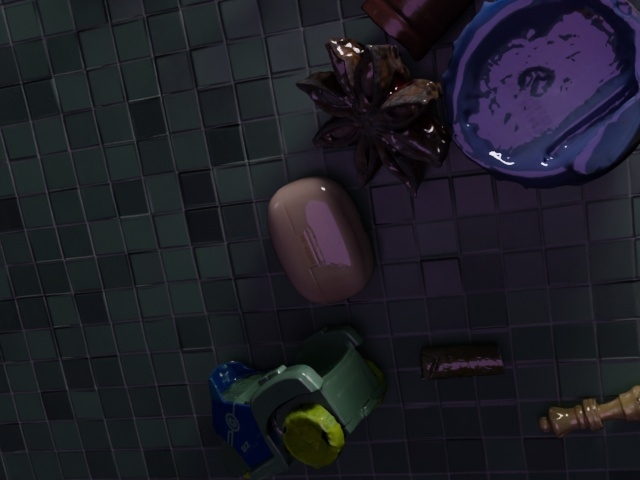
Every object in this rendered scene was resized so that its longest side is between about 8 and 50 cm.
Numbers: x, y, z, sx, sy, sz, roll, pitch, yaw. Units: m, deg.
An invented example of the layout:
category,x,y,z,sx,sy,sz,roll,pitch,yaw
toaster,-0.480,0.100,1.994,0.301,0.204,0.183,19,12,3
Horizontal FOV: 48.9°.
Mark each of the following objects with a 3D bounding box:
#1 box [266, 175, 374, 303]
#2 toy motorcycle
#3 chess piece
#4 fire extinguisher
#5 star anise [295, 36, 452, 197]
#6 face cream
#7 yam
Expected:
category,x,y,z,sx,sy,sz,roll,pitch,yaw
box,0.000,0.000,1.085,0.146,0.088,0.200,-21,97,19
toy motorcycle,-0.072,0.266,1.136,0.326,0.191,0.200,-32,91,33
chess piece,0.419,0.264,1.070,0.172,0.060,0.060,-18,99,20
fire extinguisher,0.206,-0.392,0.911,0.114,0.135,0.337,30,113,-33
star anise,0.088,-0.184,0.990,0.223,0.109,0.236,20,141,40
face cream,0.283,-0.199,0.893,0.249,0.225,0.249,3,103,13
yam,0.219,0.189,1.100,0.132,0.054,0.054,-6,102,15
